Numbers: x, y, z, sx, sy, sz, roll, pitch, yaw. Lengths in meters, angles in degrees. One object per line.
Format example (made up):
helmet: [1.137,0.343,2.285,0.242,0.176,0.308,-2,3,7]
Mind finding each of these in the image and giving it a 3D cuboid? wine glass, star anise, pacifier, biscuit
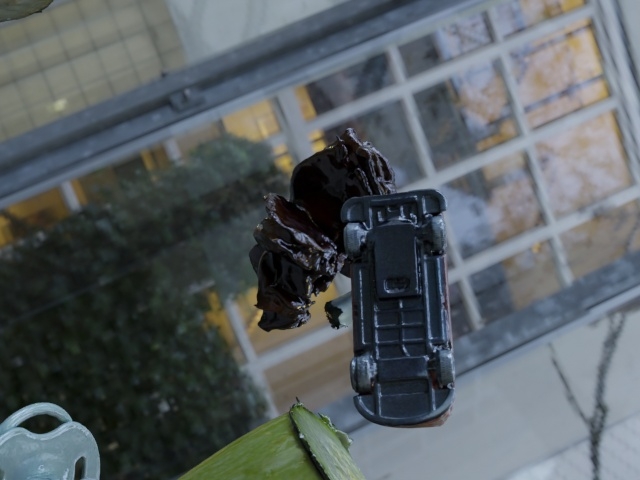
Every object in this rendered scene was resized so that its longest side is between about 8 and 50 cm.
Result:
wine glass: [0.045,0.062,1.296,0.042,0.083,0.039,22,-47,62]
star anise: [0.000,0.000,1.192,0.126,0.190,0.220,47,6,1]
pacifier: [-0.221,0.203,1.083,0.116,0.150,0.127,5,-96,34]
biscuit: [-0.333,-0.237,1.265,0.152,0.152,0.020,147,-66,-77]

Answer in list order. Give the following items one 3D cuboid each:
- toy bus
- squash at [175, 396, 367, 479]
toy bus: [0.060,0.054,0.941,0.077,0.079,0.174,64,22,-68]
squash: [-0.078,0.175,0.627,0.137,0.287,0.137,51,-28,41]
